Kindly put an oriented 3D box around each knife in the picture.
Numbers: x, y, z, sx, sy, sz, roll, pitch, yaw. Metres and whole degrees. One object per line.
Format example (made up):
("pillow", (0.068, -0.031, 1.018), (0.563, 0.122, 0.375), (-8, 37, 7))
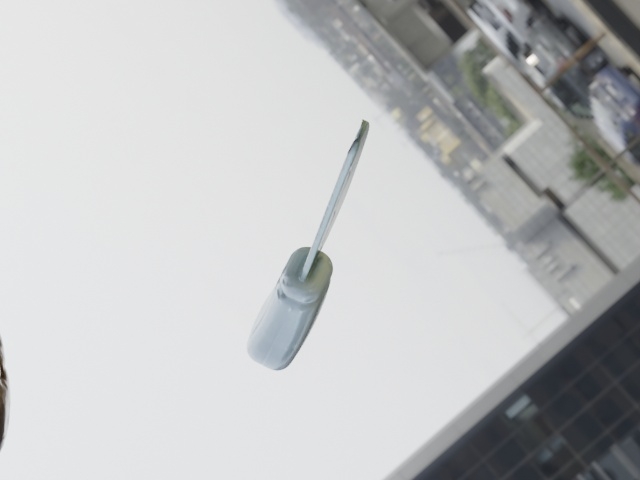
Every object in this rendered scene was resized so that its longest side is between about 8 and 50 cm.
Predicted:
("knife", (0.001, -0.001, 0.862), (0.044, 0.080, 0.331), (28, 147, 3))

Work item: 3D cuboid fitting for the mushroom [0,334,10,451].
("mushroom", (-0.299, 0.070, 0.694), (0.233, 0.208, 0.301), (-90, -18, -63))
